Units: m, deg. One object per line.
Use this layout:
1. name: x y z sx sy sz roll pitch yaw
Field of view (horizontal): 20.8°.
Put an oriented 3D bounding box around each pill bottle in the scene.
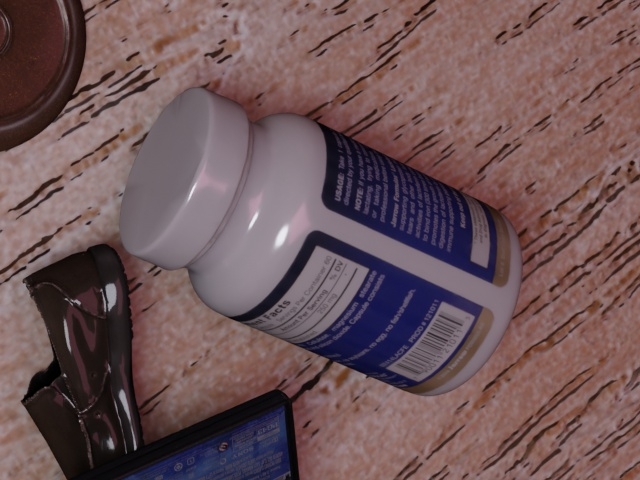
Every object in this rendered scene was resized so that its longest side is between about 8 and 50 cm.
1. pill bottle: 0.000 0.000 1.237 0.264 0.153 0.153 25 81 -27

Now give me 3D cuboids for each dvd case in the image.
1. dvd case: -0.090 0.239 1.219 0.180 0.022 0.253 -22 126 -26

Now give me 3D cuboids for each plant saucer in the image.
1. plant saucer: -0.234 -0.142 1.179 0.168 0.029 0.168 -1 92 -27

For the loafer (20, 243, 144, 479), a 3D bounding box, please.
1. loafer: -0.168 0.114 1.204 0.078 0.080 0.220 -6 94 -15
